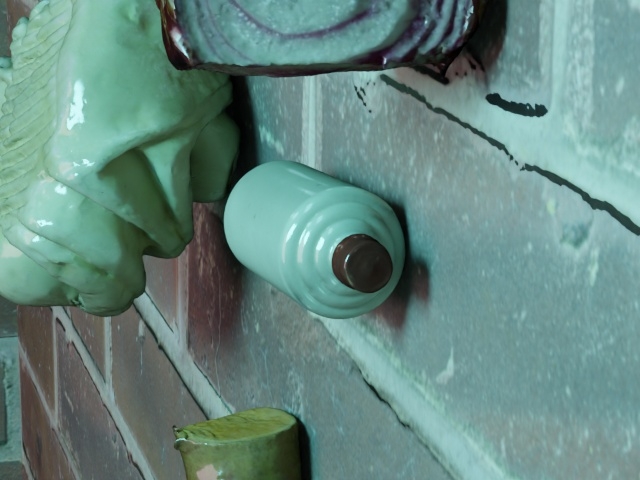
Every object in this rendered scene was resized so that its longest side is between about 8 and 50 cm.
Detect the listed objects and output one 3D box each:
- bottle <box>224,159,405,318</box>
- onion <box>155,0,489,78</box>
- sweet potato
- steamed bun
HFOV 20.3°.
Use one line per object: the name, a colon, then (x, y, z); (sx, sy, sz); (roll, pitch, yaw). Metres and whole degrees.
bottle: (0.000, 0.000, 1.415); (0.245, 0.104, 0.104); (-153, 60, -71)
onion: (-0.009, -0.215, 1.222); (0.207, 0.216, 0.206); (-148, 59, -79)
sweet potato: (-0.062, 0.326, 1.663); (0.131, 0.131, 0.336); (156, 108, -72)
steamed bun: (-0.208, -0.096, 1.822); (0.339, 0.247, 0.352); (-30, 55, 54)
